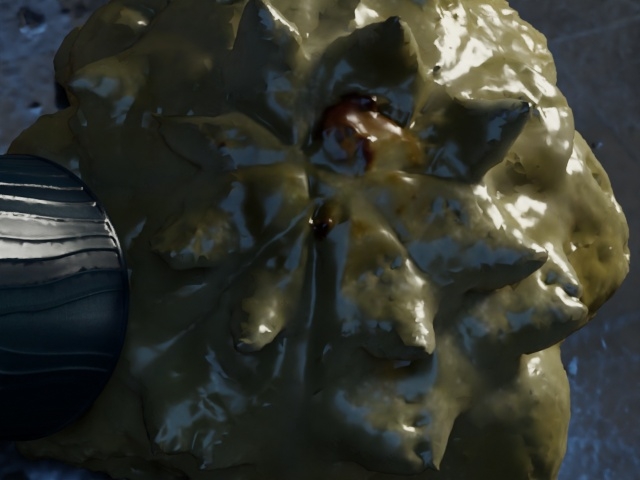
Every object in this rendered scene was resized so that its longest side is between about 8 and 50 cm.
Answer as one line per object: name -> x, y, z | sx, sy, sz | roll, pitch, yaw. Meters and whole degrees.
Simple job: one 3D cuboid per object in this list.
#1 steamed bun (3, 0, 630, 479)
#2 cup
steamed bun -> 0.000, 0.000, 0.770 | 0.295, 0.137, 0.292 | -30, 82, -17
cup -> -0.153, 0.037, 0.681 | 0.113, 0.138, 0.150 | -26, 75, 30
